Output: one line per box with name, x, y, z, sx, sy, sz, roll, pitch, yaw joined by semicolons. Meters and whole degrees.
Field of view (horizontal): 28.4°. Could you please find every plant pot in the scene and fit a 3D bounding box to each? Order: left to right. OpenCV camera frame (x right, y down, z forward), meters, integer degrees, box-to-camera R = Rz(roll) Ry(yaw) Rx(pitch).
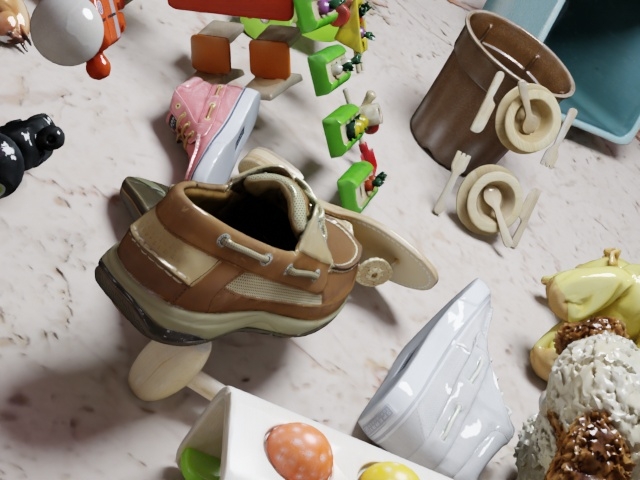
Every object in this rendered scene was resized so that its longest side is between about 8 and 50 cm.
plant pot;0.212;-0.181;1.631;0.167;0.165;0.167;25;34;-18
plant pot;0.377;-0.330;1.938;0.247;0.247;0.252;17;19;-29

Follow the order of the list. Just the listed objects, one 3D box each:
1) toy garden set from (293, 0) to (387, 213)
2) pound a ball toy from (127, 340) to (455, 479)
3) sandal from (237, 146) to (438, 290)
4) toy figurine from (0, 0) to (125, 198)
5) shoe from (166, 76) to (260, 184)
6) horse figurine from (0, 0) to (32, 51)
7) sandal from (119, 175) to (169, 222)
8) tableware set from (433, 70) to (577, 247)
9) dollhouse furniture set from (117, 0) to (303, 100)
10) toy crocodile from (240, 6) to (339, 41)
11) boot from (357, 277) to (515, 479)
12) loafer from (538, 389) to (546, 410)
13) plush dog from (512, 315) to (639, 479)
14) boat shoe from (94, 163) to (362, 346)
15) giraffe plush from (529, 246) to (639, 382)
toy garden set;0.042;-0.168;1.419;0.204;0.049;0.244;-50;128;-71
pound a ball toy;0.009;0.184;0.978;0.319;0.136;0.208;26;33;-18
sandal;-0.001;0.003;1.289;0.240;0.088;0.079;36;62;11
toy figurine;-0.290;-0.164;1.066;0.209;0.213;0.148;34;17;-6
shoe;-0.126;-0.105;1.305;0.081;0.063;0.178;15;43;7
horse figurine;-0.397;-0.313;1.302;0.174;0.066;0.263;4;46;-33
sandal;-0.137;0.014;1.140;0.090;0.060;0.219;17;21;-39
tableware set;0.230;-0.095;1.515;0.128;0.194;0.039;22;6;-23
dollhouse furniture set;-0.147;-0.289;1.367;0.259;0.262;0.135;9;27;21
toy crocodile;-0.108;-0.355;1.603;0.340;0.105;0.115;32;31;-7
boot;0.135;0.143;1.215;0.123;0.095;0.258;43;40;0
loafer;0.274;0.195;1.322;0.125;0.045;0.039;37;14;-12
plush dog;0.256;0.187;1.079;0.262;0.210;0.225;-79;151;-55
boat shoe;-0.044;0.005;1.036;0.122;0.120;0.324;41;20;18
giraffe plush;0.324;0.076;1.429;0.181;0.210;0.170;29;3;-6
